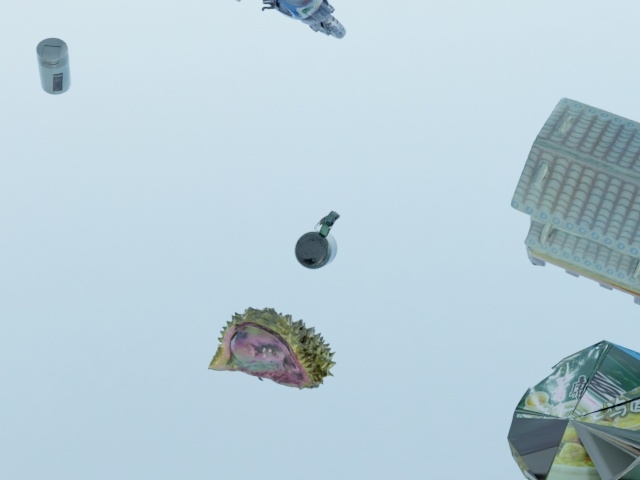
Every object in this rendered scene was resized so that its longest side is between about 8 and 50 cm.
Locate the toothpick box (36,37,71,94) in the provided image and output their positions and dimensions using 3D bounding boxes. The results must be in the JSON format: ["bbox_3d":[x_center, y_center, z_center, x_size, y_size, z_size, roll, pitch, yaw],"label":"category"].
[{"bbox_3d":[-0.432,-0.282,2.141,0.052,0.083,0.052,2,-127,-3],"label":"toothpick box"}]

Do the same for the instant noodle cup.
[{"bbox_3d":[0.397,0.286,1.795,0.240,0.178,0.240,-25,-142,21],"label":"instant noodle cup"}]

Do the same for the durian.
[{"bbox_3d":[-0.066,0.133,1.914,0.187,0.108,0.119,9,-135,22],"label":"durian"}]

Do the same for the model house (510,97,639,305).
[{"bbox_3d":[0.377,-0.048,1.672,0.224,0.215,0.198,24,-100,17],"label":"model house"}]

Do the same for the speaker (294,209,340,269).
[{"bbox_3d":[-0.004,-0.003,2.060,0.060,0.094,0.075,11,-174,10],"label":"speaker"}]

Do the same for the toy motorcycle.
[{"bbox_3d":[-0.071,-0.313,1.485,0.092,0.254,0.135,-51,-177,2],"label":"toy motorcycle"}]
